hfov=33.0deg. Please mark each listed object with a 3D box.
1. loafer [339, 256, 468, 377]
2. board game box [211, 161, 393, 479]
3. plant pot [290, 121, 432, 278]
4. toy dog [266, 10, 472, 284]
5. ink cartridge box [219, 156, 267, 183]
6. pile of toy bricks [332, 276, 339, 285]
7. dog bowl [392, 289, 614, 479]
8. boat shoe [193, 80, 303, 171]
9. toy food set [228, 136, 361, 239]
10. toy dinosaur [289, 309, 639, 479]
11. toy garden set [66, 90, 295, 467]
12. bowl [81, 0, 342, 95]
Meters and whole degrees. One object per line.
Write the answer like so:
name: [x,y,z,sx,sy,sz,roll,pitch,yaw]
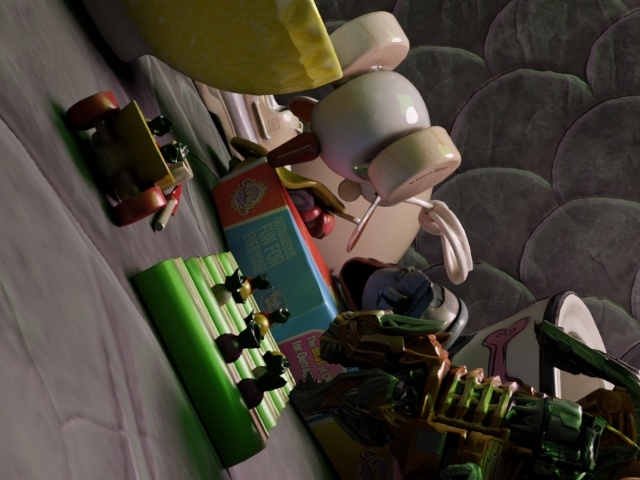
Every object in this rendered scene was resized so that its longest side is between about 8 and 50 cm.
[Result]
loafer: [0.060,0.062,0.990,0.084,0.096,0.267,44,-3,-5]
board game box: [0.011,0.114,1.001,0.316,0.064,0.242,62,3,-35]
plant pot: [0.066,-0.097,1.683,0.284,0.191,0.284,39,26,-23]
toy dog: [0.032,-0.077,1.074,0.333,0.161,0.220,71,-4,-58]
ink cartridge box: [-0.045,-0.003,1.119,0.135,0.056,0.099,62,4,-33]
pile of toy bricks: [0.000,0.000,1.815,0.105,0.118,0.212,35,26,-11]
dog bowl: [0.190,0.256,0.958,0.408,0.150,0.407,-13,90,-70]
boat shoe: [-0.074,-0.145,1.447,0.302,0.103,0.113,63,3,-17]
toy food set: [-0.043,-0.042,1.245,0.128,0.071,0.218,27,-6,27]
toy dinosaur: [0.111,0.163,0.502,0.322,0.218,0.164,31,-8,38]
toy garden set: [-0.064,0.012,0.656,0.203,0.049,0.244,64,2,0]
bowl: [-0.113,-0.226,0.854,0.289,0.156,0.289,64,2,-4]
